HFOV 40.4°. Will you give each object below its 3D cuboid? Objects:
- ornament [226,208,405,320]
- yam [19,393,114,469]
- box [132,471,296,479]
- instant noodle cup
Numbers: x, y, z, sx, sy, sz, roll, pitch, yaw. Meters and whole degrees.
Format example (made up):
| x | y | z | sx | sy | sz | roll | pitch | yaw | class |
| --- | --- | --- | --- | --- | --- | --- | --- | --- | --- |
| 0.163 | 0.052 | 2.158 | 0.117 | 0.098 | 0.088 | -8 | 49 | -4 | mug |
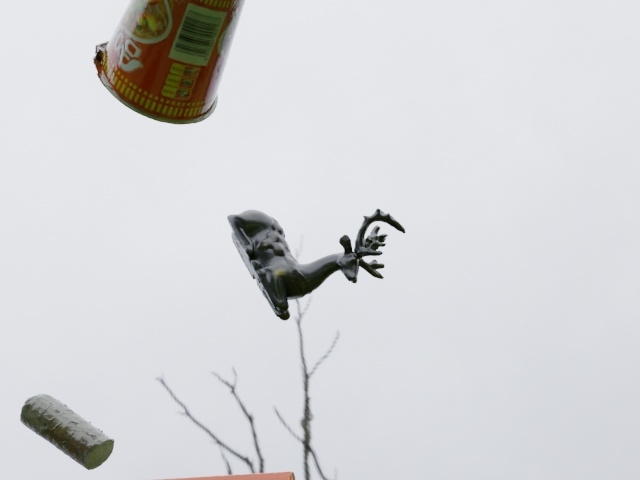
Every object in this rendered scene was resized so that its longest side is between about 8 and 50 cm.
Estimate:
| x | y | z | sx | sy | sz | roll | pitch | yaw | class |
| --- | --- | --- | --- | --- | --- | --- | --- | --- | --- |
| 0.000 | 0.000 | 1.314 | 0.236 | 0.202 | 0.080 | -22 | -35 | -15 | ornament |
| -0.329 | 0.248 | 1.133 | 0.054 | 0.132 | 0.054 | -42 | -35 | -38 | yam |
| -0.121 | 0.443 | 0.826 | 0.256 | 0.319 | 0.349 | -7 | -40 | 8 | box |
| -0.196 | -0.302 | 1.206 | 0.193 | 0.193 | 0.212 | 6 | -43 | -30 | instant noodle cup |
